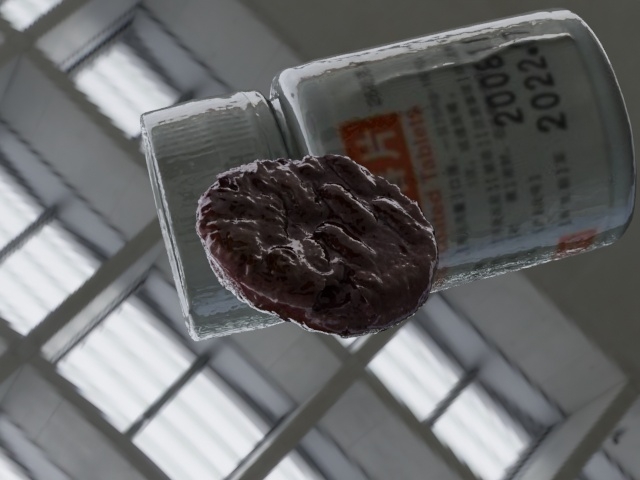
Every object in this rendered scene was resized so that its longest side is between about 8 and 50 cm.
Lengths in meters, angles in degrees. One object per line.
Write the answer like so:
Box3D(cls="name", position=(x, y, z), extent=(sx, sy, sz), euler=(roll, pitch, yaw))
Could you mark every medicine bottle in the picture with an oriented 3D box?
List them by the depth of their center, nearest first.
Box3D(cls="medicine bottle", position=(0.051, -0.054, 1.299), extent=(0.371, 0.211, 0.211), euler=(-14, -109, -8))

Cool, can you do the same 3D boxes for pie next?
Box3D(cls="pie", position=(0.000, 0.000, 0.955), extent=(0.154, 0.036, 0.154), euler=(11, -138, -10))
